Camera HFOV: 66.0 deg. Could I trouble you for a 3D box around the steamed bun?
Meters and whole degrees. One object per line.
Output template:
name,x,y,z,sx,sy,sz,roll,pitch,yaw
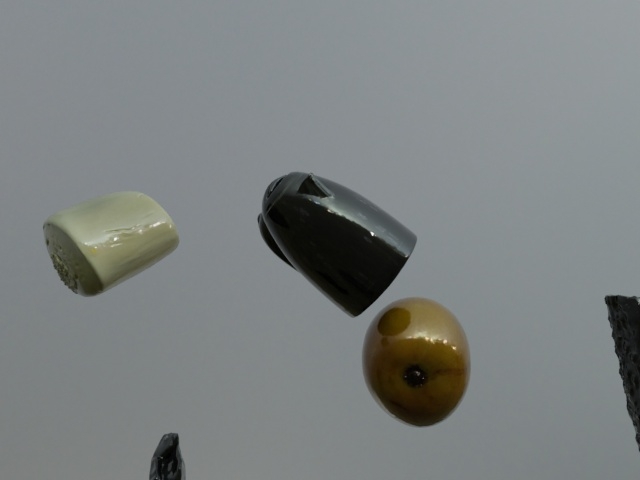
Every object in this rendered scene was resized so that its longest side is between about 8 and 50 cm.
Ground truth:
steamed bun,-0.382,-0.004,0.891,0.250,0.200,0.155,-7,-68,49

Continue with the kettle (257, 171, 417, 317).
kettle,0.000,0.000,0.985,0.290,0.207,0.268,37,-38,-3

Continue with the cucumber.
cucumber,0.332,0.193,0.455,0.072,0.301,0.072,-2,-21,-1

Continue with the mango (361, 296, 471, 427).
mango,0.212,0.265,1.068,0.220,0.264,0.378,-3,-17,17

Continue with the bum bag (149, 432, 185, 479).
bum bag,-0.272,0.502,0.865,0.074,0.310,0.137,4,-6,-22
